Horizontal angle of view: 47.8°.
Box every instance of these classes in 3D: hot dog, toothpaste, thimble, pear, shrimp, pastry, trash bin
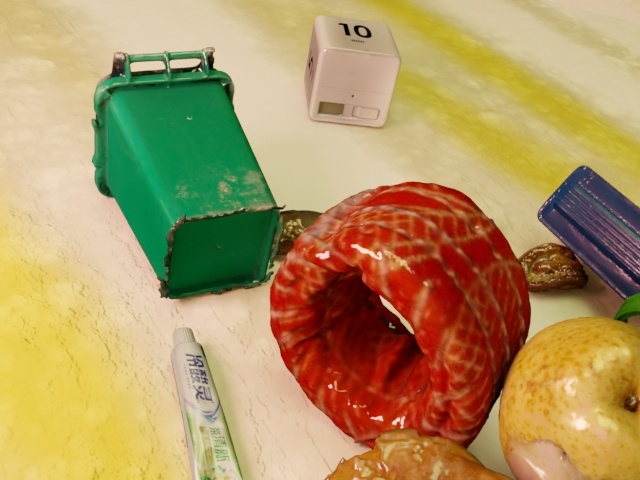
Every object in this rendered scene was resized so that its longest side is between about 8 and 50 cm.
[{"bbox_3d":[0.437,0.056,1.361,0.147,0.065,0.099,0,48,-18],"label":"hot dog"},{"bbox_3d":[-0.161,0.239,0.983,0.074,0.048,0.297,-3,44,-23],"label":"toothpaste"},{"bbox_3d":[0.106,0.105,0.993,0.350,0.350,0.230,30,41,22],"label":"thimble"},{"bbox_3d":[0.335,0.210,0.838,0.271,0.271,0.271,8,38,-6],"label":"pear"},{"bbox_3d":[0.004,-0.001,1.318,0.262,0.066,0.117,4,51,13],"label":"shrimp"},{"bbox_3d":[0.130,0.364,0.802,0.255,0.162,0.311,-39,47,-20],"label":"pastry"},{"bbox_3d":[-0.223,-0.116,1.231,0.259,0.295,0.381,-12,50,-27],"label":"trash bin"}]

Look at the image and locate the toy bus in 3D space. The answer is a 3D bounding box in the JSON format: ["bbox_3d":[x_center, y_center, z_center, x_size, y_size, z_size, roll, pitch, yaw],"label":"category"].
[{"bbox_3d":[0.568,0.007,1.348,0.175,0.138,0.288,20,25,-47],"label":"toy bus"}]

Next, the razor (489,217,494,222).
[{"bbox_3d":[0.323,0.007,1.419,0.044,0.028,0.154,15,39,10],"label":"razor"}]

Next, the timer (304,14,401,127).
[{"bbox_3d":[0.071,-0.408,1.742,0.192,0.194,0.195,5,39,-10],"label":"timer"}]

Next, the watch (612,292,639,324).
[{"bbox_3d":[0.525,0.158,1.186,0.165,0.152,0.131,35,46,24],"label":"watch"}]
